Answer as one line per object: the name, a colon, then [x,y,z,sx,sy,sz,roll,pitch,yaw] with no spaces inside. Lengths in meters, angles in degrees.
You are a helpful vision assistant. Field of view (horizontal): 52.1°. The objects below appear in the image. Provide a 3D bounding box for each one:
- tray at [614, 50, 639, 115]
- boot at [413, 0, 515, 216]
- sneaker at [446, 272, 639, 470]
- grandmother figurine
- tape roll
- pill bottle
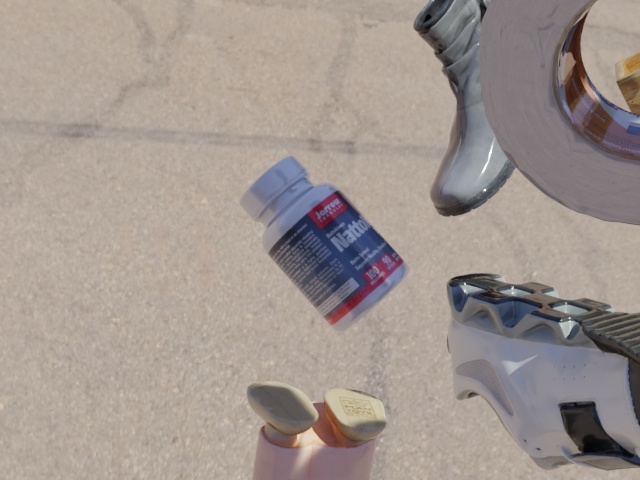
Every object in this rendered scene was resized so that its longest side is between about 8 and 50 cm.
tray: [0.656,-0.322,0.967,0.076,0.411,0.203,58,30,-8]
boot: [0.193,-0.216,0.906,0.222,0.118,0.338,46,58,-29]
sneaker: [0.234,0.131,0.530,0.122,0.146,0.330,-3,11,-31]
grandmother figurine: [-0.020,0.304,0.591,0.208,0.342,0.104,11,11,-4]
tape roll: [0.217,-0.118,0.422,0.219,0.219,0.072,34,44,12]
pill bottle: [0.000,0.000,0.714,0.180,0.108,0.108,48,51,3]
